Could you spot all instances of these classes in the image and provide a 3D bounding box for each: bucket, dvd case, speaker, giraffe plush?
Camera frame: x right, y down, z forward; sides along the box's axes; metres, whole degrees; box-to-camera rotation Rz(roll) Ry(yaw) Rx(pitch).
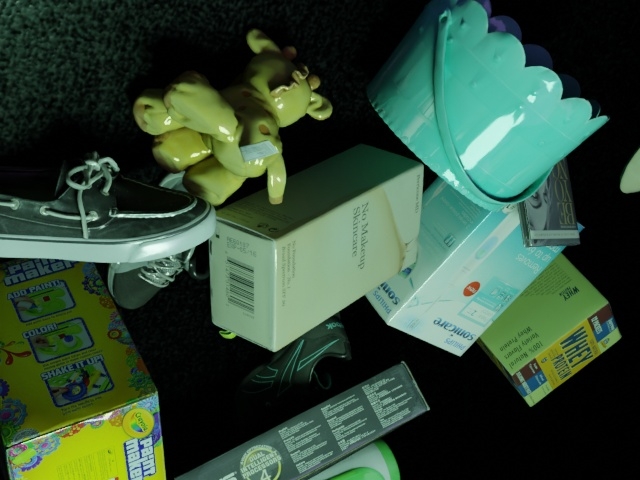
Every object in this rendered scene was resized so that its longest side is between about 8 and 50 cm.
[{"bbox_3d":[0.205,-0.180,1.342,0.281,0.281,0.183,22,117,-46],"label":"bucket"},{"bbox_3d":[0.322,-0.101,1.541,0.018,0.221,0.164,-11,174,37],"label":"dvd case"},{"bbox_3d":[-0.009,0.453,1.907,0.296,0.131,0.131,-18,137,-22],"label":"speaker"},{"bbox_3d":[-0.086,-0.156,1.247,0.170,0.210,0.181,-55,135,-34],"label":"giraffe plush"}]

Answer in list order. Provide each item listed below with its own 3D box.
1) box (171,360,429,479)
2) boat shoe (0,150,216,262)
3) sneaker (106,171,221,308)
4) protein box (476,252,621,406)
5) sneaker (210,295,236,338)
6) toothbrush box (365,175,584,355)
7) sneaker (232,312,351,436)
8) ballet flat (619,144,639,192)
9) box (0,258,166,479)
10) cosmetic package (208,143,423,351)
[{"bbox_3d":[-0.042,0.339,1.690,0.395,0.097,0.318,-26,171,-12],"label":"box"},{"bbox_3d":[-0.272,-0.047,1.202,0.306,0.113,0.105,2,122,-2],"label":"boat shoe"},{"bbox_3d":[-0.192,0.026,1.347,0.086,0.132,0.228,7,124,-40],"label":"sneaker"},{"bbox_3d":[0.360,0.128,1.798,0.200,0.201,0.136,-37,140,0],"label":"protein box"},{"bbox_3d":[-0.047,0.063,1.518,0.235,0.097,0.084,-35,141,-2],"label":"sneaker"},{"bbox_3d":[0.228,0.016,1.652,0.295,0.126,0.216,-47,139,14],"label":"toothbrush box"},{"bbox_3d":[-0.047,0.225,1.672,0.101,0.106,0.267,12,122,-44],"label":"sneaker"},{"bbox_3d":[0.593,-0.163,1.778,0.086,0.086,0.248,1,128,-37],"label":"ballet flat"},{"bbox_3d":[-0.323,0.211,1.318,0.177,0.279,0.290,-18,138,-21],"label":"box"},{"bbox_3d":[0.000,0.000,1.374,0.309,0.113,0.160,-29,130,-44],"label":"cosmetic package"}]
